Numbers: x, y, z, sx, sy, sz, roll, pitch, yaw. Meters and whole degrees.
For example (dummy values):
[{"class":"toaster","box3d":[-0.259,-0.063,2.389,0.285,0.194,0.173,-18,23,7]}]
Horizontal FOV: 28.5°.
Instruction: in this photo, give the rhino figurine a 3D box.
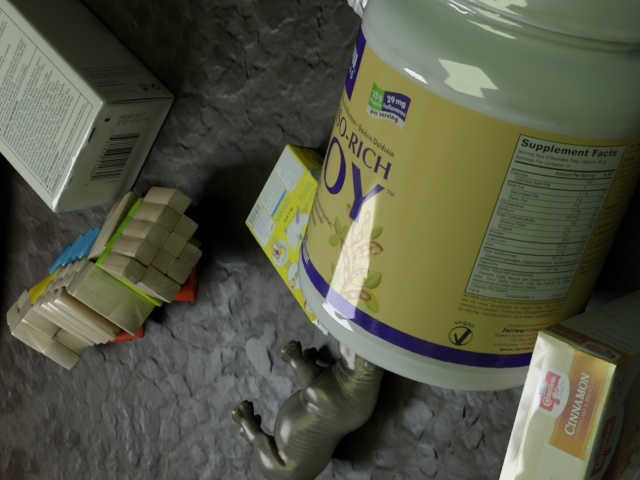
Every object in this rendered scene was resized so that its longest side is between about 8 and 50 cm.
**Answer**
[{"class":"rhino figurine","box3d":[0.005,0.150,1.250,0.106,0.073,0.243,50,117,26]}]

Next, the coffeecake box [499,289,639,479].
[{"class":"coffeecake box","box3d":[0.227,0.128,0.995,0.068,0.185,0.142,24,113,33]}]

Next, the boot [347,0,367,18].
[{"class":"boot","box3d":[0.134,-0.248,1.074,0.123,0.095,0.258,55,135,10]}]

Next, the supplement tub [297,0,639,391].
[{"class":"supplement tub","box3d":[0.129,-0.076,0.981,0.241,0.241,0.331,34,124,29]}]

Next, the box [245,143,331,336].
[{"class":"box","box3d":[0.000,0.000,1.214,0.105,0.043,0.179,-60,43,28]}]

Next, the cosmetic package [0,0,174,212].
[{"class":"cosmetic package","box3d":[-0.322,-0.192,1.423,0.309,0.113,0.160,47,123,23]}]

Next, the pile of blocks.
[{"class":"pile of blocks","box3d":[-0.220,0.047,1.408,0.112,0.149,0.362,37,143,-23]}]
